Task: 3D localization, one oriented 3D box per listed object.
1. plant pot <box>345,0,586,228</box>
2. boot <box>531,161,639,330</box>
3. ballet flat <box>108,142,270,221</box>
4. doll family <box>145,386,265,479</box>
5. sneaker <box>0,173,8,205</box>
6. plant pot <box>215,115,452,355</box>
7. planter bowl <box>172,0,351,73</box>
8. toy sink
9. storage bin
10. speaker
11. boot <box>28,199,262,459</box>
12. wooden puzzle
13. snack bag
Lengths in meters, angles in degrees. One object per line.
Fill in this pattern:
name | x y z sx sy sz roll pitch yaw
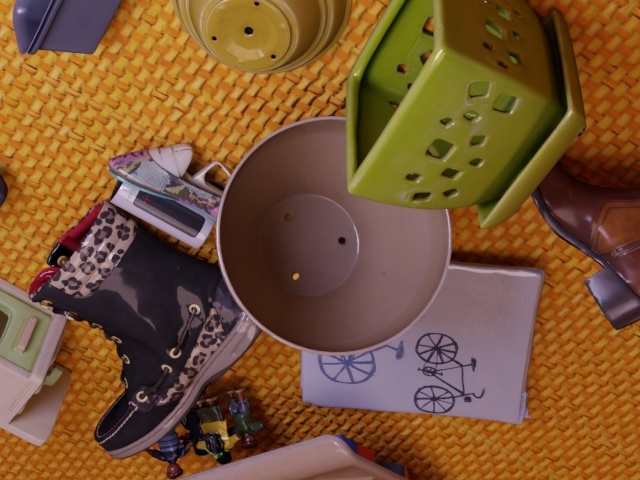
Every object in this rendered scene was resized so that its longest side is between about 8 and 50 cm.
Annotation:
plant pot | 0.166 -0.163 1.528 0.207 0.228 0.227 21 130 -16
boot | 0.408 -0.069 1.626 0.280 0.264 0.096 -34 161 13
ballet flat | -0.163 -0.078 1.758 0.221 0.077 0.079 26 111 -19
doll family | -0.177 0.292 2.035 0.193 0.076 0.111 -13 94 33
sneaker | -0.538 -0.028 1.849 0.300 0.111 0.121 -16 140 25
plant pot | 0.000 0.000 1.688 0.284 0.284 0.191 22 172 -9
planter bowl | -0.076 -0.262 1.565 0.217 0.090 0.217 4 130 5
toy sink | -0.452 0.161 1.950 0.234 0.153 0.131 32 127 -16
storage bin | -0.294 -0.283 1.593 0.091 0.098 0.135 7 137 -34
speaker | -0.209 -0.044 1.798 0.136 0.055 0.055 30 128 -15
boot | -0.279 0.128 1.900 0.284 0.138 0.377 34 124 -20
wooden puzzle | -0.005 0.387 2.079 0.322 0.081 0.348 -21 141 28
snack bag | 0.137 0.129 1.900 0.342 0.037 0.323 5 131 6
